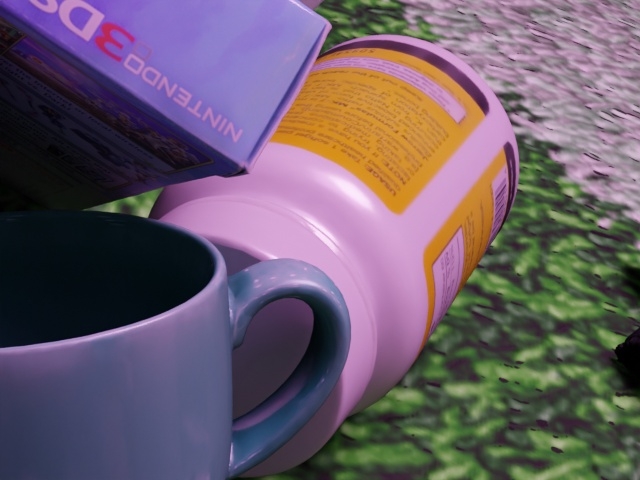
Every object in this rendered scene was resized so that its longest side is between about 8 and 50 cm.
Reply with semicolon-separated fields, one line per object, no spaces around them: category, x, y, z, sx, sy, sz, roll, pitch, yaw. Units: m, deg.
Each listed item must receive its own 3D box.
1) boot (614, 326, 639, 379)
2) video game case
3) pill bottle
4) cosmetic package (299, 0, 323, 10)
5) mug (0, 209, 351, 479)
boot;0.187;0.033;0.754;0.099;0.045;0.121;-38;36;-26
video game case;-0.158;-0.109;0.512;0.269;0.061;0.244;34;-13;-18
pill bottle;0.000;0.000;0.612;0.119;0.119;0.208;31;32;7
cosmetic package;-0.061;-0.228;0.810;0.184;0.151;0.151;34;18;-48
mug;-0.079;0.056;0.462;0.158;0.097;0.129;5;19;17
